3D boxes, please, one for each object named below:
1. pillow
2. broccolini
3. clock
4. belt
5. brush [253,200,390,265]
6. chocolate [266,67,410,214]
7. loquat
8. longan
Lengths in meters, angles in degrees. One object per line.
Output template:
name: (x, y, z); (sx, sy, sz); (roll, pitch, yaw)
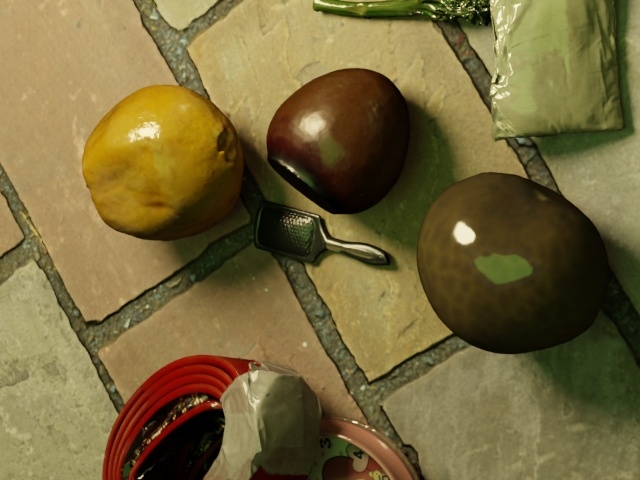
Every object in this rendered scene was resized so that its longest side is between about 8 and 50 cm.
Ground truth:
pillow: (0.252, -0.226, 1.535); (0.148, 0.050, 0.229); (-2, 98, 5)
broccolini: (0.095, -0.274, 1.630); (0.239, 0.051, 0.054); (7, 113, 33)
clock: (0.022, 0.336, 1.736); (0.244, 0.056, 0.244); (4, 100, 27)
belt: (-0.131, 0.261, 1.732); (0.324, 0.115, 0.227); (-35, 60, 37)
brush: (0.000, 0.000, 1.726); (0.193, 0.016, 0.063); (14, 104, 26)
chocolate: (0.028, -0.119, 1.630); (0.177, 0.177, 0.176); (4, 98, 28)
loquat: (-0.194, -0.093, 1.728); (0.234, 0.176, 0.187); (-22, 86, 39)
longan: (0.207, 0.026, 1.527); (0.212, 0.198, 0.198); (9, 101, 21)
